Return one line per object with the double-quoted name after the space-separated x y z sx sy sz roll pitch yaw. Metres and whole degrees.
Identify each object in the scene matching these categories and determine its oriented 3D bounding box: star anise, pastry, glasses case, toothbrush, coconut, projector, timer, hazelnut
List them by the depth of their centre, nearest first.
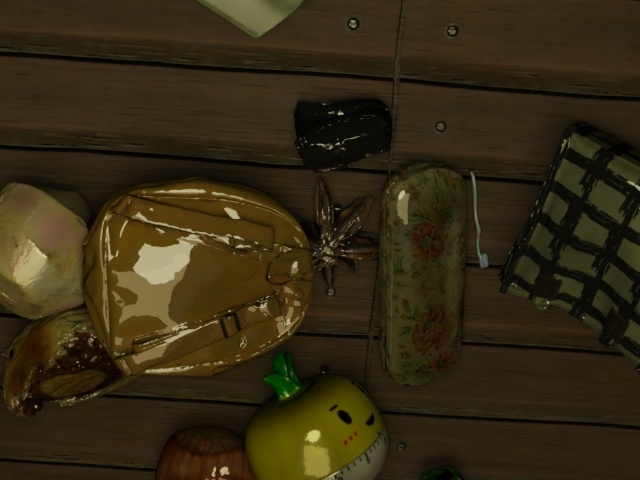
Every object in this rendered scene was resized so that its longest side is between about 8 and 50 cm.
-0.072 -0.462 1.558 0.194 0.088 0.269 32 110 -14 "projector"
-0.472 0.007 1.691 0.197 0.237 0.236 6 118 35 "coconut"
0.000 0.000 1.762 0.229 0.093 0.236 30 114 -18 "star anise"
0.182 0.066 1.768 0.157 0.098 0.425 -13 116 -25 "glasses case"
0.283 -0.037 1.781 0.019 0.013 0.193 -12 113 -1 "toothbrush"
-0.446 0.199 1.799 0.256 0.237 0.170 -41 64 28 "pastry"
-0.029 0.329 1.816 0.285 0.285 0.285 0 113 0 "timer"
-0.212 0.460 1.899 0.214 0.176 0.214 -4 70 10 "hazelnut"

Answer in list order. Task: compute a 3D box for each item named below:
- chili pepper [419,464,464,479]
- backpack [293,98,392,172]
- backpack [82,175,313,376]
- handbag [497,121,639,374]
0.337 0.610 1.976 0.167 0.213 0.385 -47 116 -26 "chili pepper"
0.039 -0.178 1.670 0.165 0.120 0.105 -4 135 2 "backpack"
-0.202 0.066 1.638 0.378 0.201 0.353 5 104 -11 "backpack"
0.501 0.012 1.665 0.325 0.162 0.327 33 117 23 "handbag"
